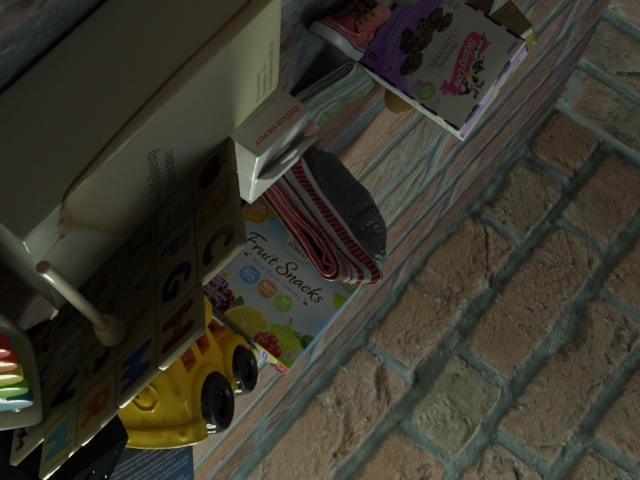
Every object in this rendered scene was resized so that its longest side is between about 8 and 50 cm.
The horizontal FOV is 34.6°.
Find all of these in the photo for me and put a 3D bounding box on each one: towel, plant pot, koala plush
[{"bbox_3d":[-0.010,-0.042,1.370,0.037,0.237,0.329,-37,170,9],"label":"towel"},{"bbox_3d":[-0.326,0.233,1.136,0.187,0.167,0.188,-35,157,-56],"label":"plant pot"},{"bbox_3d":[0.000,0.000,1.678,0.196,0.203,0.221,-49,178,-17],"label":"koala plush"},{"bbox_3d":[0.019,-0.202,1.439,0.113,0.023,0.152,-31,171,11],"label":"towel"}]

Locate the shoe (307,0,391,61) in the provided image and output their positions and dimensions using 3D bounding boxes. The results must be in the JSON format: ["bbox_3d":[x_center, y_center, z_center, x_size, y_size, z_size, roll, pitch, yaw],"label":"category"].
[{"bbox_3d":[0.039,-0.281,1.311,0.081,0.063,0.178,-57,172,11],"label":"shoe"}]

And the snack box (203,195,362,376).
[{"bbox_3d":[-0.072,0.063,1.483,0.174,0.207,0.070,-47,173,-18],"label":"snack box"}]

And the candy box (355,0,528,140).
[{"bbox_3d":[0.179,-0.272,1.514,0.165,0.196,0.070,-54,166,3],"label":"candy box"}]

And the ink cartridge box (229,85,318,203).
[{"bbox_3d":[-0.084,-0.118,1.109,0.092,0.143,0.090,-45,165,-30],"label":"ink cartridge box"}]

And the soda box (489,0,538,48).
[{"bbox_3d":[0.239,-0.281,1.573,0.181,0.061,0.058,-36,157,6],"label":"soda box"}]

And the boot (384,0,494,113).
[{"bbox_3d":[0.212,-0.346,1.700,0.295,0.104,0.211,-57,173,30],"label":"boot"}]

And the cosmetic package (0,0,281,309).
[{"bbox_3d":[-0.173,-0.106,0.899,0.309,0.113,0.160,-50,167,-20],"label":"cosmetic package"}]

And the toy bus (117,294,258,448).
[{"bbox_3d":[-0.194,0.139,1.362,0.220,0.149,0.212,-50,129,-61],"label":"toy bus"}]

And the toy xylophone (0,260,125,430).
[{"bbox_3d":[-0.297,0.093,0.835,0.236,0.081,0.323,-10,162,7],"label":"toy xylophone"}]

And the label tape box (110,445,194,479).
[{"bbox_3d":[-0.287,0.290,1.462,0.249,0.115,0.348,-20,107,-67],"label":"label tape box"}]

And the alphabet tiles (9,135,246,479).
[{"bbox_3d":[-0.191,0.058,0.988,0.342,0.011,0.285,-43,-149,22],"label":"alphabet tiles"}]

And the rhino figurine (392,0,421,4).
[{"bbox_3d":[0.101,-0.360,1.289,0.106,0.073,0.243,-58,165,10],"label":"rhino figurine"}]
